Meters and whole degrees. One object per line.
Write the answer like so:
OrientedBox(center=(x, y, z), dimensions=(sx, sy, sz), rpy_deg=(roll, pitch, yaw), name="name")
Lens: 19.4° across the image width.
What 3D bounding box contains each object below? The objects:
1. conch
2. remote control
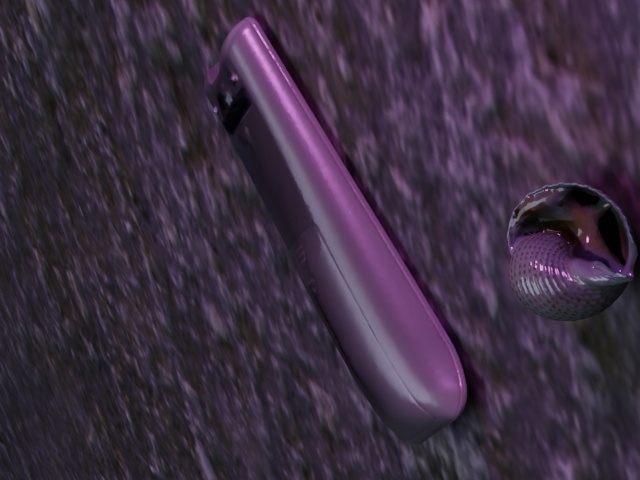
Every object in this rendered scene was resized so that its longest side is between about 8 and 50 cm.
OrientedBox(center=(0.140, 0.005, 1.003), dimensions=(0.085, 0.056, 0.076), rpy_deg=(-6, 94, 36), name="conch")
OrientedBox(center=(0.000, 0.000, 1.310), dimensions=(0.313, 0.055, 0.109), rpy_deg=(60, 158, 9), name="remote control")
